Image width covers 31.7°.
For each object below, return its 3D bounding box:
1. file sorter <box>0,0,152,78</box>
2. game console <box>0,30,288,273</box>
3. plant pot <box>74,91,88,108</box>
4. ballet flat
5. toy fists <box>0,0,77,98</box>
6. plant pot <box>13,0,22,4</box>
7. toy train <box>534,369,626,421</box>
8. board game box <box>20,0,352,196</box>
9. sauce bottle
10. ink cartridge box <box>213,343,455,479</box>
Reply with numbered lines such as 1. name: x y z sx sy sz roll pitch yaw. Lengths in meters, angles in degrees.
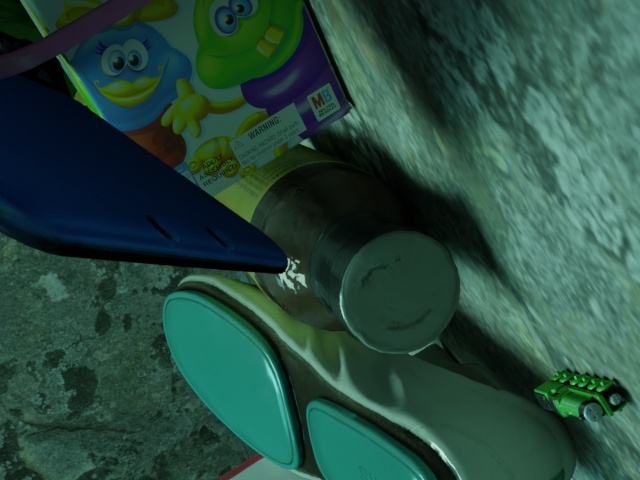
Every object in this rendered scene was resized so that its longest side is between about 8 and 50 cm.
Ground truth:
1. file sorter: -0.126 -0.226 0.366 0.202 0.182 0.291 47 167 55
2. game console: -0.187 -0.017 0.476 0.173 0.250 0.293 67 -169 9
3. plant pot: -0.245 -0.168 1.249 0.134 0.134 0.095 84 178 -74
4. ballet flat: 0.024 0.110 0.808 0.400 0.139 0.139 24 147 55
5. toy fists: -0.177 -0.114 0.852 0.096 0.279 0.142 124 134 -61
6. plant pot: -0.246 -0.258 0.882 0.188 0.167 0.187 56 151 8
7. toy train: 0.130 0.080 0.572 0.017 0.023 0.083 58 173 -1
8. board game box: -0.114 -0.174 0.670 0.144 0.142 0.275 49 169 51
9. sauce bottle: 0.000 0.000 0.763 0.111 0.111 0.344 60 174 -18
10. ink cartridge box: 0.066 0.260 0.967 0.131 0.226 0.306 53 171 38
